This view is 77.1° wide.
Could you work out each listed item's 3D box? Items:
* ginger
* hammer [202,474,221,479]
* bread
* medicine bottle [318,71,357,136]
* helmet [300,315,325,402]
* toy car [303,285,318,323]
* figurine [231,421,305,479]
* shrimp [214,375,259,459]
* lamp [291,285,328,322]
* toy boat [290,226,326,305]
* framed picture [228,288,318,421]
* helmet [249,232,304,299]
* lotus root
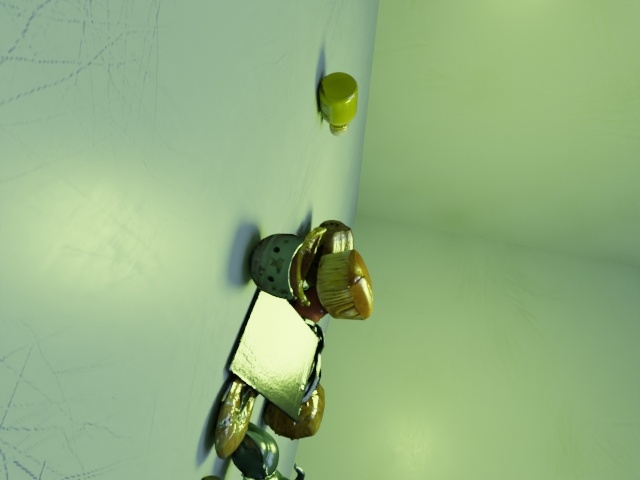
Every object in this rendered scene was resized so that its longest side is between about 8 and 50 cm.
[{"bbox_3d":[-0.084,0.602,1.472,0.269,0.201,0.222,68,33,-75],"label":"ginger"},{"bbox_3d":[-0.283,0.732,0.841,0.168,0.044,0.439,55,47,-78],"label":"hammer"},{"bbox_3d":[0.101,0.161,1.410,0.288,0.156,0.204,64,27,-45],"label":"bread"},{"bbox_3d":[0.059,-0.431,1.316,0.212,0.122,0.121,82,21,-68],"label":"medicine bottle"},{"bbox_3d":[-0.093,0.364,1.276,0.198,0.154,0.253,33,74,-43],"label":"helmet"},{"bbox_3d":[-0.052,0.300,1.680,0.076,0.090,0.224,-41,141,-68],"label":"toy car"},{"bbox_3d":[-0.133,0.597,1.035,0.140,0.265,0.193,-55,167,-15],"label":"figurine"},{"bbox_3d":[-0.190,0.369,0.947,0.267,0.061,0.145,-64,154,-54],"label":"shrimp"},{"bbox_3d":[-0.041,0.239,1.490,0.182,0.140,0.182,-42,175,-4],"label":"lamp"},{"bbox_3d":[-0.053,0.076,1.343,0.141,0.099,0.317,86,14,-51],"label":"toy boat"},{"bbox_3d":[-0.105,0.292,1.062,0.338,0.014,0.255,57,37,-41],"label":"framed picture"},{"bbox_3d":[-0.107,0.053,0.918,0.177,0.107,0.153,171,-71,-78],"label":"helmet"},{"bbox_3d":[0.018,0.057,1.560,0.193,0.193,0.290,-64,170,-61],"label":"lotus root"}]
